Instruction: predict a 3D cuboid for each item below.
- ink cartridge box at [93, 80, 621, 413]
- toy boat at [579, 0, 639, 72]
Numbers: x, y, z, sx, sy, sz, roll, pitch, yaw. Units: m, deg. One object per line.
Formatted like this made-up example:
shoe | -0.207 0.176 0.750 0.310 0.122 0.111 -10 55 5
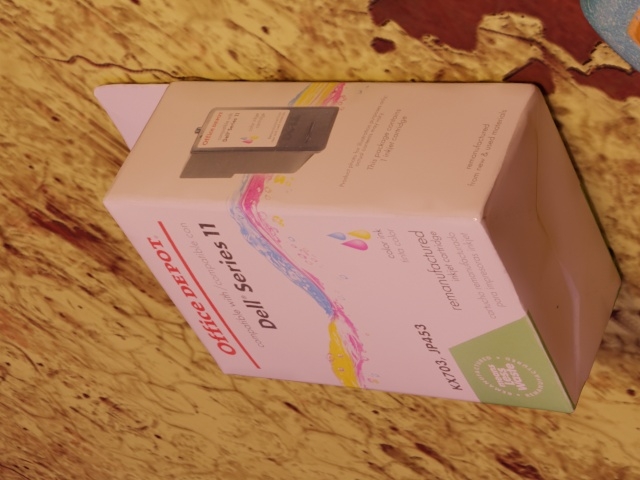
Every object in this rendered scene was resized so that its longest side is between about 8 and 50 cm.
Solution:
ink cartridge box | 0.000 0.000 1.202 0.353 0.119 0.207 3 142 32
toy boat | 0.214 -0.152 0.797 0.267 0.148 0.318 3 142 33
